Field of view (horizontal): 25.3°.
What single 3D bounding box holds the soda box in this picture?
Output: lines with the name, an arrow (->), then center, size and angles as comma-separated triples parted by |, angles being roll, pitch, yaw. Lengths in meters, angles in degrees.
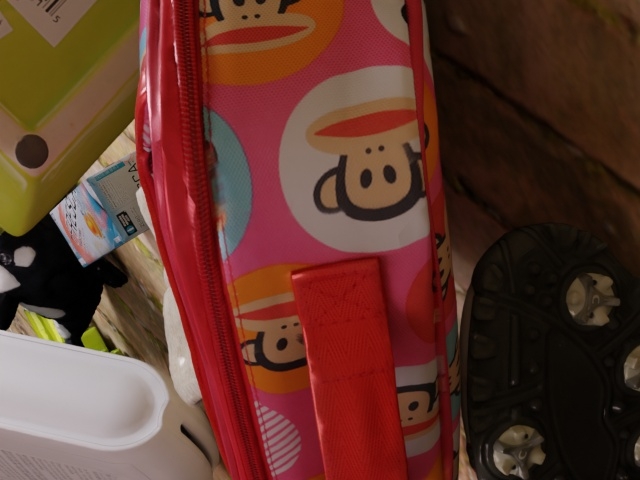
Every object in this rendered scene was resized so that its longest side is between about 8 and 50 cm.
soda box -> -0.165, -0.026, 1.147 | 0.058, 0.063, 0.183 | 59, 160, -3

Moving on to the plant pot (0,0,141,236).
plant pot -> -0.196, -0.133, 0.799 | 0.228, 0.227, 0.207 | 47, 157, -19

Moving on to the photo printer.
photo printer -> -0.252, 0.176, 1.383 | 0.308, 0.107, 0.256 | 11, 157, 11

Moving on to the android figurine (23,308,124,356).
android figurine -> -0.251, 0.184, 1.656 | 0.272, 0.056, 0.248 | 60, 159, -5

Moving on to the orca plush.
orca plush -> -0.239, 0.048, 1.375 | 0.102, 0.151, 0.287 | 15, 141, 15

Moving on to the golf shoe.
golf shoe -> 0.108, 0.105, 0.668 | 0.120, 0.105, 0.272 | 38, 152, 58

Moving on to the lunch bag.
lunch bag -> 0.000, 0.000, 0.590 | 0.293, 0.120, 0.258 | 82, 180, -48

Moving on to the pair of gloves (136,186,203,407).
pair of gloves -> -0.056, 0.039, 0.944 | 0.240, 0.042, 0.204 | -14, 91, 60
